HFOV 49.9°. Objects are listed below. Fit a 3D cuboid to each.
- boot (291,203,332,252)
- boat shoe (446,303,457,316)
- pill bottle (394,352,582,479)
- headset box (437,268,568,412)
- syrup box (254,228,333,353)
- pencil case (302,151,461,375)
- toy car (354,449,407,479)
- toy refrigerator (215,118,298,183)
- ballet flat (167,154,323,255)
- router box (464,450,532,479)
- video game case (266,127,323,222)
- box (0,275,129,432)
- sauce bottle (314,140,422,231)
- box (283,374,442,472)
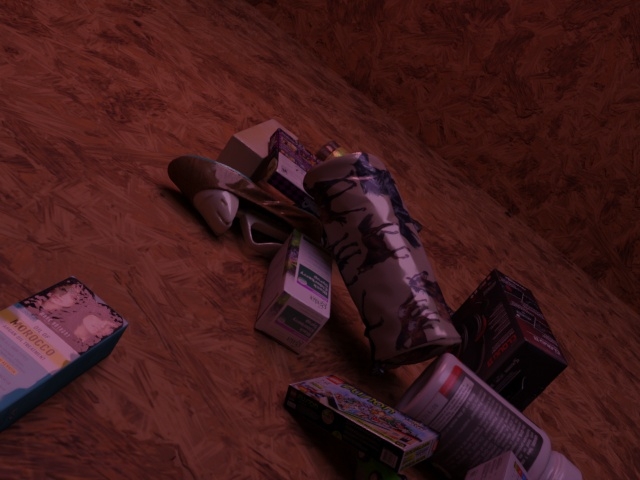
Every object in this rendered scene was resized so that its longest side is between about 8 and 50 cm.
[{"bbox_3d":[0.000,0.000,1.505,0.190,0.069,0.086,32,37,-7],"label":"boot"},{"bbox_3d":[0.322,0.190,1.624,0.049,0.040,0.142,16,31,-41],"label":"boat shoe"},{"bbox_3d":[0.265,0.332,1.118,0.283,0.161,0.161,40,23,6],"label":"pill bottle"},{"bbox_3d":[0.348,0.227,1.366,0.110,0.218,0.293,30,24,-14],"label":"headset box"},{"bbox_3d":[-0.042,0.085,1.225,0.093,0.096,0.237,33,22,-12],"label":"syrup box"},{"bbox_3d":[0.100,0.034,1.263,0.160,0.183,0.410,-4,67,-45],"label":"pencil case"},{"bbox_3d":[0.100,0.373,0.941,0.239,0.053,0.225,21,27,-35],"label":"toy car"},{"bbox_3d":[-0.151,-0.207,1.611,0.094,0.102,0.269,38,23,2],"label":"toy refrigerator"},{"bbox_3d":[-0.144,-0.046,1.336,0.342,0.116,0.124,29,45,-25],"label":"ballet flat"},{"bbox_3d":[0.271,0.478,0.860,0.301,0.082,0.335,56,25,4],"label":"router box"},{"bbox_3d":[-0.017,-0.125,1.512,0.232,0.042,0.210,36,26,-23],"label":"video game case"},{"bbox_3d":[-0.329,0.127,0.772,0.100,0.060,0.244,39,23,3],"label":"box"},{"bbox_3d":[0.126,-0.126,1.847,0.344,0.111,0.111,41,23,12],"label":"sauce bottle"},{"bbox_3d":[0.060,0.262,1.007,0.207,0.036,0.114,22,11,34],"label":"box"}]
